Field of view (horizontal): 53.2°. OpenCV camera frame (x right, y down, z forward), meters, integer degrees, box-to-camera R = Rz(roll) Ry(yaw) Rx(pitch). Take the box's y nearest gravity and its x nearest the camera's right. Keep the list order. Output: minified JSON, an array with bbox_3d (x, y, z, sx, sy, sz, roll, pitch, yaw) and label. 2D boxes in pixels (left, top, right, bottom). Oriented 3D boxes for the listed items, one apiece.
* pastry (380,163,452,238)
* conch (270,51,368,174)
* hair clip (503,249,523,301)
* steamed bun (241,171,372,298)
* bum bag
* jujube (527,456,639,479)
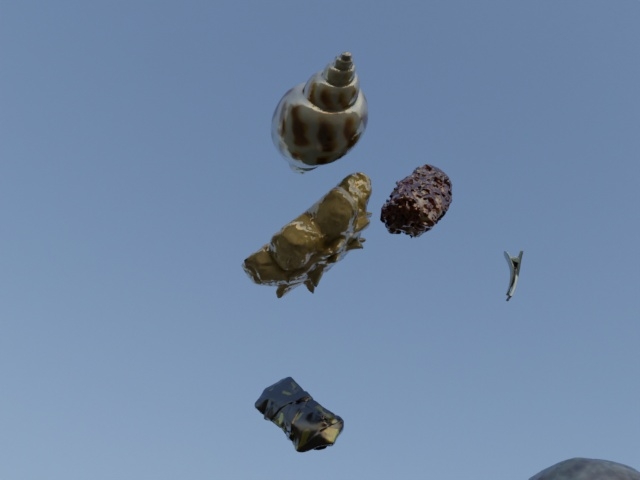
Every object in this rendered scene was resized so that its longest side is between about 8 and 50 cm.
[{"bbox_3d":[0.193,-0.082,1.243,0.115,0.208,0.097,40,-49,4],"label":"pastry"},{"bbox_3d":[-0.002,-0.225,1.160,0.149,0.182,0.275,26,-43,-32],"label":"conch"},{"bbox_3d":[0.393,0.071,1.325,0.039,0.115,0.030,11,-30,13],"label":"hair clip"},{"bbox_3d":[0.000,0.000,1.214,0.137,0.295,0.292,50,-43,2],"label":"steamed bun"},{"bbox_3d":[-0.045,0.344,1.263,0.107,0.232,0.060,-32,-61,-22],"label":"bum bag"},{"bbox_3d":[0.303,0.395,0.694,0.246,0.215,0.308,5,-99,-27],"label":"jujube"}]
